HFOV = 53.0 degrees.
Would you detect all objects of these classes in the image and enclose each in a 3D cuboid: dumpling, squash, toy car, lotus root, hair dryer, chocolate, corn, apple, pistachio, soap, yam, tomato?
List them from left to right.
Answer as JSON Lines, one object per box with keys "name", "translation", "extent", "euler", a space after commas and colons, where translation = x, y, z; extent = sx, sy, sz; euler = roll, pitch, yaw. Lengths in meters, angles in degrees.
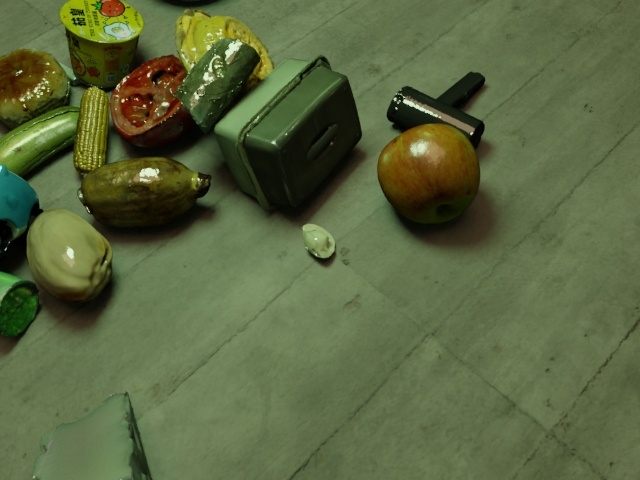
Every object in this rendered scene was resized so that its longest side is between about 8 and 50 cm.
{"name": "chocolate", "translation": [-0.665, 0.082, 1.183], "extent": [0.291, 0.110, 0.110], "euler": [17, 58, 16]}
{"name": "toy car", "translation": [-0.644, -0.069, 1.196], "extent": [0.188, 0.190, 0.255], "euler": [8, 17, 8]}
{"name": "squash", "translation": [-0.639, -0.189, 1.367], "extent": [0.094, 0.094, 0.341], "euler": [38, 66, 24]}
{"name": "pistachio", "translation": [-0.467, 0.028, 1.191], "extent": [0.144, 0.144, 0.215], "euler": [-32, 50, -18]}
{"name": "soap", "translation": [-0.336, 0.325, 0.911], "extent": [0.159, 0.258, 0.302], "euler": [-25, 58, -13]}
{"name": "corn", "translation": [-0.489, -0.228, 1.373], "extent": [0.068, 0.068, 0.207], "euler": [-1, 77, 1]}
{"name": "lotus root", "translation": [-0.339, -0.097, 1.260], "extent": [0.260, 0.145, 0.129], "euler": [-9, 63, -1]}
{"name": "tomato", "translation": [-0.347, -0.293, 1.409], "extent": [0.227, 0.101, 0.228], "euler": [-12, 58, 20]}
{"name": "yam", "translation": [-0.201, -0.304, 1.233], "extent": [0.107, 0.107, 0.183], "euler": [36, 87, 23]}
{"name": "dumpling", "translation": [0.000, 0.001, 1.248], "extent": [0.059, 0.043, 0.077], "euler": [-20, 40, -31]}
{"name": "apple", "translation": [0.211, -0.125, 1.239], "extent": [0.195, 0.196, 0.196], "euler": [-1, 56, 1]}
{"name": "hair dryer", "translation": [0.296, -0.307, 1.424], "extent": [0.197, 0.089, 0.251], "euler": [30, 56, 21]}

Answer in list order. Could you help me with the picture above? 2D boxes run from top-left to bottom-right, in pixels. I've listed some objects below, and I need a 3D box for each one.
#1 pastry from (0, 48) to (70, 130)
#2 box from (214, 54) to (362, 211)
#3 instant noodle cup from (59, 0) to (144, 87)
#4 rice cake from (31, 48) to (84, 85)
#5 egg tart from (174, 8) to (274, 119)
{"name": "pastry", "translation": [-0.673, -0.350, 1.461], "extent": [0.192, 0.093, 0.182], "euler": [-39, 67, -13]}
{"name": "box", "translation": [-0.057, -0.215, 1.289], "extent": [0.166, 0.221, 0.290], "euler": [23, 60, 34]}
{"name": "instant noodle cup", "translation": [-0.506, -0.455, 1.493], "extent": [0.182, 0.144, 0.182], "euler": [9, 48, -11]}
{"name": "rice cake", "translation": [-0.639, -0.418, 1.552], "extent": [0.170, 0.033, 0.029], "euler": [29, 68, 19]}
{"name": "egg tart", "translation": [-0.192, -0.384, 1.382], "extent": [0.118, 0.288, 0.288], "euler": [-32, 51, 28]}
